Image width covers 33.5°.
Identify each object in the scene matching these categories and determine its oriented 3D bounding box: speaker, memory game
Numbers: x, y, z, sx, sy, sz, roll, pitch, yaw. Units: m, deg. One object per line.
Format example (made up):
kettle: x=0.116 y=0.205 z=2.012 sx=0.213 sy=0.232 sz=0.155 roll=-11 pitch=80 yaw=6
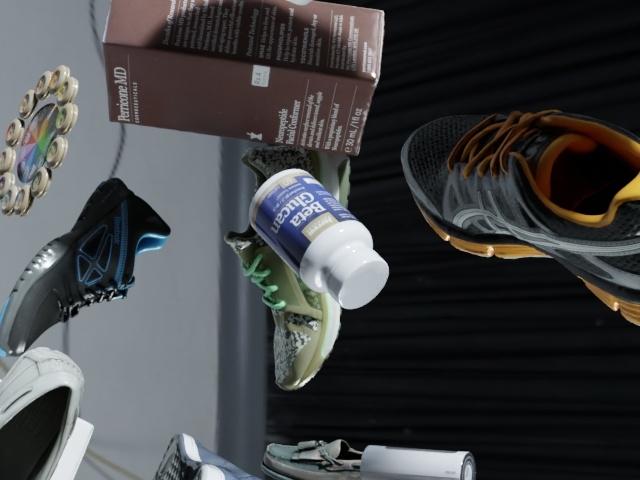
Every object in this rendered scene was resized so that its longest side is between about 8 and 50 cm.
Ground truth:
speaker: x=0.119 y=0.285 z=1.315 sx=0.055 sy=0.136 sz=0.055 roll=7 pitch=83 yaw=-61
memory game: x=-0.328 y=-0.114 z=1.217 sx=0.012 sy=0.186 sz=0.186 roll=21 pitch=70 yaw=-36

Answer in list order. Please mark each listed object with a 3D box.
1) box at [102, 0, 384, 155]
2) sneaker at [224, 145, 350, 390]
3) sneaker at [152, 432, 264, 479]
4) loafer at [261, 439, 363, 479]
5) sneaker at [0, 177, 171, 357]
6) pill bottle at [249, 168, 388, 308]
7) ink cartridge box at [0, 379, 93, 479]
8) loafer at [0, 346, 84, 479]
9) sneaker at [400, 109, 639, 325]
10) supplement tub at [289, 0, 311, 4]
box: x=-0.111 y=-0.250 z=1.530 sx=0.381 sy=0.191 sz=0.143 roll=8 pitch=60 yaw=-2
sneaker: x=-0.073 y=0.030 z=1.667 sx=0.182 sy=0.158 sz=0.410 roll=2 pitch=93 yaw=-26
sneaker: x=-0.083 y=0.270 z=1.085 sx=0.163 sy=0.226 sz=0.086 roll=26 pitch=84 yaw=-18
loafer: x=0.047 y=0.325 z=1.556 sx=0.096 sy=0.267 sz=0.084 roll=-34 pitch=133 yaw=-73
sneaker: x=-0.360 y=0.053 z=1.615 sx=0.139 sy=0.125 sz=0.341 roll=37 pitch=60 yaw=-4
pill bottle: x=0.000 y=0.000 z=1.210 sx=0.094 sy=0.169 sz=0.094 roll=-26 pitch=140 yaw=-24
ink cartridge box: x=-0.475 y=0.244 z=1.433 sx=0.198 sy=0.273 sz=0.115 roll=42 pitch=63 yaw=-48
loafer: x=-0.363 y=0.268 z=1.167 sx=0.112 sy=0.111 sz=0.319 roll=28 pitch=90 yaw=-25
sneaker: x=0.114 y=-0.033 z=0.540 sx=0.084 sy=0.215 sz=0.083 roll=-50 pitch=129 yaw=-12
supplement tub: x=0.030 y=-0.460 z=1.276 sx=0.228 sy=0.316 sz=0.228 roll=39 pitch=26 yaw=-24
